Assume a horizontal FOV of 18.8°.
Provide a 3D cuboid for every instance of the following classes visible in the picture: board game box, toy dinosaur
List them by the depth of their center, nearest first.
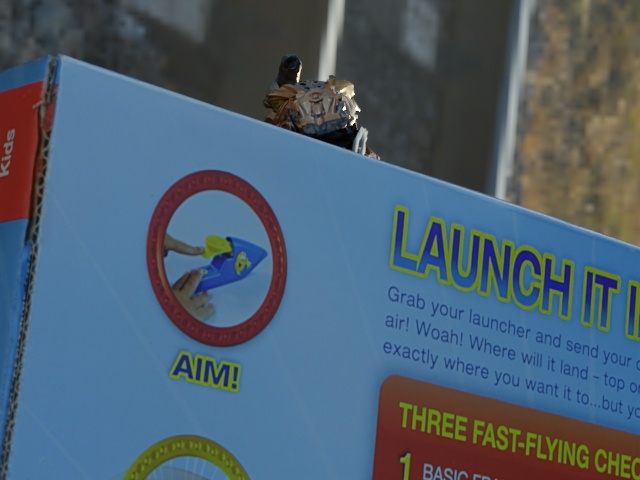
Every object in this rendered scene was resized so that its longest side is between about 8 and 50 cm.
[{"bbox_3d":[0.013,0.140,0.516,0.308,0.086,0.301,17,72,-38],"label":"board game box"},{"bbox_3d":[0.000,0.000,1.275,0.322,0.164,0.218,36,41,-71],"label":"toy dinosaur"}]
